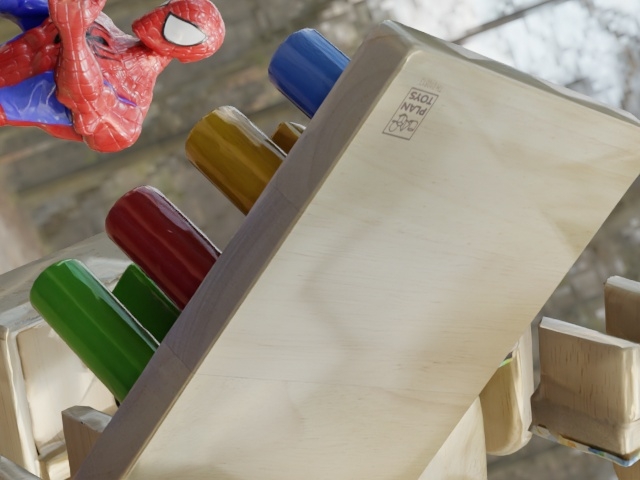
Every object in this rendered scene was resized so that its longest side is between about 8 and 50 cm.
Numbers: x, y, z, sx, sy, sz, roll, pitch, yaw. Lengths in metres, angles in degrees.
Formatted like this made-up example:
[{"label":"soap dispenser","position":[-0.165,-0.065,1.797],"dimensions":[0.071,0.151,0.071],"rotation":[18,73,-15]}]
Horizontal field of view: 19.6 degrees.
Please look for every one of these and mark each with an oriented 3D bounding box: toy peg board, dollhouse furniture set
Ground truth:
[{"label":"toy peg board","position":[0.000,0.000,0.574],"dimensions":[0.079,0.160,0.161],"rotation":[42,17,29]},{"label":"dollhouse furniture set","position":[-0.030,0.169,1.074],"dimensions":[0.394,0.362,0.256],"rotation":[17,-59,43]}]

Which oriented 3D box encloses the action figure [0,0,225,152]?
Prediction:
[{"label":"action figure","position":[-0.179,-0.073,0.773],"dimensions":[0.139,0.280,0.091],"rotation":[83,-11,-55]}]
